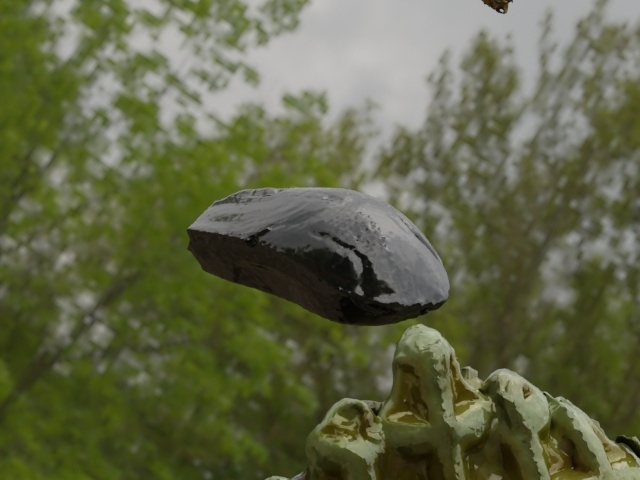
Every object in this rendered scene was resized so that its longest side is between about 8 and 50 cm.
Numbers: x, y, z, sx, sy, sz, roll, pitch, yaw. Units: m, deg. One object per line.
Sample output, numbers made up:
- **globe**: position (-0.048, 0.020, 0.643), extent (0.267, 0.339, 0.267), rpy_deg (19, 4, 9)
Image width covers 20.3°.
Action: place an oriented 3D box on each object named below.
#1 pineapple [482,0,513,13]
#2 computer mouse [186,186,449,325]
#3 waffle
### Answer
- **pineapple**: position (0.040, -0.121, 0.707), extent (0.045, 0.019, 0.083), rpy_deg (28, 13, -47)
- **computer mouse**: position (0.000, 0.000, 1.322), extent (0.217, 0.122, 0.073), rpy_deg (18, -63, 43)
- **waffle**: position (0.055, 0.156, 0.668), extent (0.214, 0.208, 0.054), rpy_deg (35, 2, -16)
